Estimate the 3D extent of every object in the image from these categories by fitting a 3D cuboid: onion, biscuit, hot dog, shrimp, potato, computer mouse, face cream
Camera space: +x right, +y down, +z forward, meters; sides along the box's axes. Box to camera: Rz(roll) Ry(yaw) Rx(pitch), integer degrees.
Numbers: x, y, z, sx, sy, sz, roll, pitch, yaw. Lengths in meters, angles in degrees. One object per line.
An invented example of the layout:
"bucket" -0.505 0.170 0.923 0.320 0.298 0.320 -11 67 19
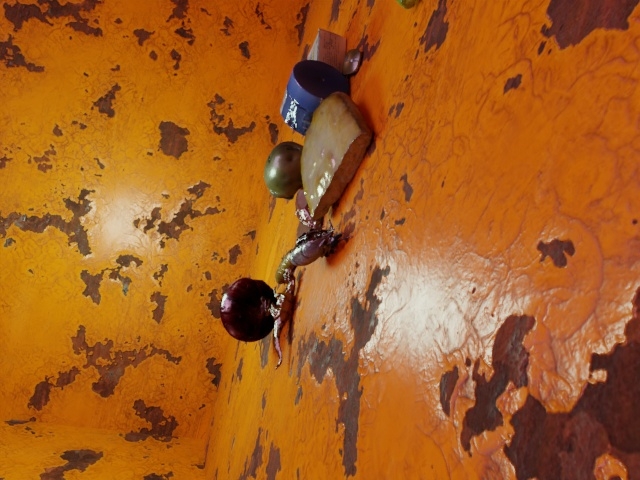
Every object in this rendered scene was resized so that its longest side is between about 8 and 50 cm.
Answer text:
"onion" -0.319 0.328 2.087 0.232 0.314 0.314 -5 70 43
"biscuit" 0.034 -0.330 1.671 0.446 0.103 0.429 -108 33 -46
"hot dog" -0.161 0.125 2.100 0.286 0.061 0.088 120 146 -49
"shrimp" -0.001 0.007 1.542 0.343 0.145 0.117 -30 89 55
"potato" -0.170 -0.362 2.234 0.326 0.220 0.243 126 151 -63
"computer mouse" 0.124 -0.744 1.861 0.199 0.044 0.102 -125 48 -70
"face cream" -0.030 -0.601 1.892 0.225 0.248 0.249 120 158 -53

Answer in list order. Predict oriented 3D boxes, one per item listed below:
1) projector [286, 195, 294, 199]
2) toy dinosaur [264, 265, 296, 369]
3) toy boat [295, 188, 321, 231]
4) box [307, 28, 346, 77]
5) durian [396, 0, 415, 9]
"projector" -0.185 -0.285 2.469 0.082 0.083 0.083 -98 26 -51
"toy dinosaur" -0.175 0.333 1.920 0.208 0.097 0.433 -24 58 59
"toy boat" -0.050 -0.148 1.891 0.141 0.099 0.318 -42 28 15
"box" 0.023 -0.816 2.086 0.173 0.145 0.333 128 151 -52
"durian" 0.270 -0.822 1.339 0.139 0.101 0.250 1 75 38
